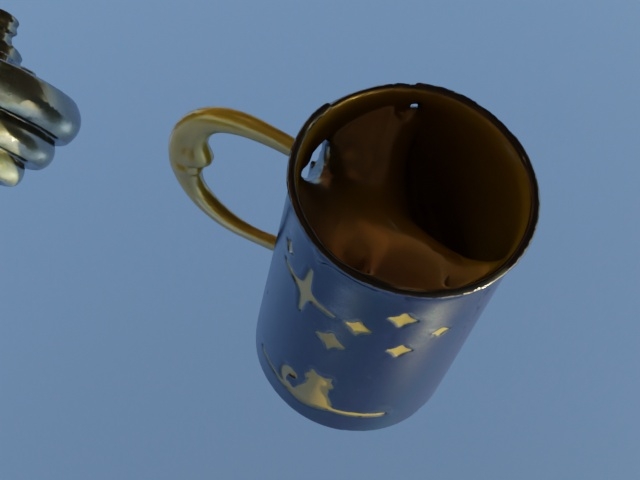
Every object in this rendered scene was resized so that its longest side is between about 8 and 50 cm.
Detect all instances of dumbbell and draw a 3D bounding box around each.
[{"bbox_3d":[-0.319,0.011,0.968,0.179,0.179,0.406,20,-96,6],"label":"dumbbell"}]

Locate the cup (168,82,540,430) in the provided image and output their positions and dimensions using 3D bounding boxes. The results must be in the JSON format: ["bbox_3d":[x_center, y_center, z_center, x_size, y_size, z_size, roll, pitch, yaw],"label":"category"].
[{"bbox_3d":[0.020,-0.005,0.983,0.178,0.256,0.255,-27,-112,-25],"label":"cup"}]
